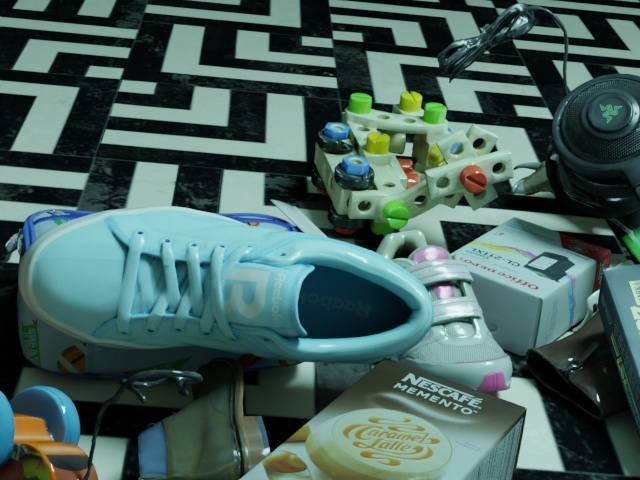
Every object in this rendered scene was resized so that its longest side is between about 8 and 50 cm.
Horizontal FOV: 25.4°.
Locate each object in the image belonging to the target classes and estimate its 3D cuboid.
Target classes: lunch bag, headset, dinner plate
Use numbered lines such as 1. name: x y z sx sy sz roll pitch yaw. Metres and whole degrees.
1. lunch bag: -0.161 0.041 1.415 0.303 0.115 0.243 2 22 -12
2. headset: 0.300 -0.091 1.598 0.185 0.394 0.243 -29 -12 0
3. dinner plate: 0.000 0.000 1.548 0.141 0.017 0.141 44 1 -1

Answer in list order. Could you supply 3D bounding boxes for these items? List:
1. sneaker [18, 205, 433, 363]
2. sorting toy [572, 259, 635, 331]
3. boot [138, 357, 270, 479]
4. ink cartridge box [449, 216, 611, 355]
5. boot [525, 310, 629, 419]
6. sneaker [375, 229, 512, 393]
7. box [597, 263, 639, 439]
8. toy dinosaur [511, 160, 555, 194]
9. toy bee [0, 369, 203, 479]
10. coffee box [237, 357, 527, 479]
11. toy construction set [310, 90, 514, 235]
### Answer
1. sneaker: -0.073 0.035 1.229 0.366 0.135 0.150 3 -6 -14
2. sorting toy: 0.304 0.072 1.518 0.075 0.083 0.045 -16 51 -32
3. boot: -0.112 0.156 1.198 0.106 0.082 0.219 -4 17 -13
4. ink cartridge box: 0.219 0.047 1.541 0.127 0.072 0.175 21 27 28
5. boot: 0.351 0.139 1.393 0.207 0.090 0.248 -23 37 -27
6. sneaker: 0.108 0.068 1.416 0.103 0.111 0.252 -6 27 -26
7. box: 0.373 0.117 1.311 0.183 0.059 0.233 -6 47 -4
8. toy dinosaur: 0.403 -0.071 1.786 0.313 0.121 0.160 14 13 5
9. toy bee: -0.235 0.183 1.048 0.195 0.162 0.298 7 -13 -37
10. coffee box: 0.048 0.199 1.123 0.141 0.098 0.246 18 26 24
11. toy construction set: 0.106 -0.091 1.754 0.215 0.151 0.328 1 14 -14
